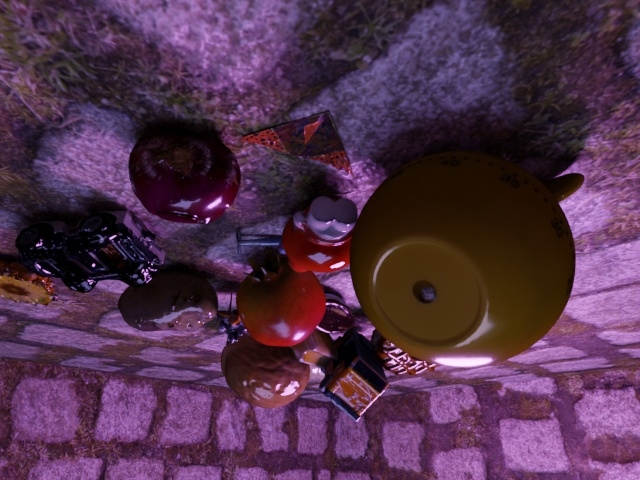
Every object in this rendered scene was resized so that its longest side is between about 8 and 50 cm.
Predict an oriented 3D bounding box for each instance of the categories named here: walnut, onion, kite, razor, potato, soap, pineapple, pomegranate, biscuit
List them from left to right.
[{"bbox_3d":[-0.808,0.107,1.180,0.225,0.076,0.224,1,150,1],"label":"pineapple"},{"bbox_3d":[-0.403,0.161,1.178,0.263,0.164,0.165,4,153,0],"label":"potato"},{"bbox_3d":[-0.216,-0.081,0.729,0.173,0.135,0.198,3,155,2],"label":"onion"},{"bbox_3d":[-0.192,0.428,1.552,0.333,0.332,0.332,1,153,0],"label":"walnut"},{"bbox_3d":[-0.123,0.002,1.008,0.135,0.040,0.068,-2,155,-8],"label":"razor"},{"bbox_3d":[-0.103,0.136,1.091,0.221,0.220,0.256,-7,120,16],"label":"pomegranate"},{"bbox_3d":[-0.039,0.312,1.435,0.089,0.173,0.274,-31,155,5],"label":"soap"},{"bbox_3d":[-0.013,-0.163,0.700,0.223,0.008,0.125,13,151,-22],"label":"kite"},{"bbox_3d":[0.306,0.339,1.475,0.268,0.115,0.366,-29,134,13],"label":"biscuit"}]

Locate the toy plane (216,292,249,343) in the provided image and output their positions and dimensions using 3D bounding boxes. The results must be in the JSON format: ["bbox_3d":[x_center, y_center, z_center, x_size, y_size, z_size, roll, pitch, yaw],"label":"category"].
[{"bbox_3d":[-0.230,0.223,1.214,0.204,0.102,0.316,5,-176,-8],"label":"toy plane"}]

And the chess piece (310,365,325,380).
[{"bbox_3d":[0.020,0.517,1.838,0.443,0.233,0.234,12,151,-12],"label":"chess piece"}]

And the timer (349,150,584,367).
[{"bbox_3d":[0.240,0.016,0.739,0.376,0.376,0.387,-23,-174,38],"label":"timer"}]

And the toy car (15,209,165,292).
[{"bbox_3d":[-0.502,0.018,0.953,0.302,0.117,0.193,-6,144,15],"label":"toy car"}]

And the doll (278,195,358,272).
[{"bbox_3d":[0.000,0.000,0.893,0.161,0.129,0.290,2,159,-9],"label":"doll"}]

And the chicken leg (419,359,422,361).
[{"bbox_3d":[0.472,0.328,1.397,0.407,0.096,0.157,-13,131,-19],"label":"chicken leg"}]

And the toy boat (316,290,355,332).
[{"bbox_3d":[0.007,0.208,1.340,0.262,0.114,0.115,28,180,-43],"label":"toy boat"}]

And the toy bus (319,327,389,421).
[{"bbox_3d":[0.113,0.457,1.562,0.162,0.194,0.323,41,-174,-5],"label":"toy bus"}]
